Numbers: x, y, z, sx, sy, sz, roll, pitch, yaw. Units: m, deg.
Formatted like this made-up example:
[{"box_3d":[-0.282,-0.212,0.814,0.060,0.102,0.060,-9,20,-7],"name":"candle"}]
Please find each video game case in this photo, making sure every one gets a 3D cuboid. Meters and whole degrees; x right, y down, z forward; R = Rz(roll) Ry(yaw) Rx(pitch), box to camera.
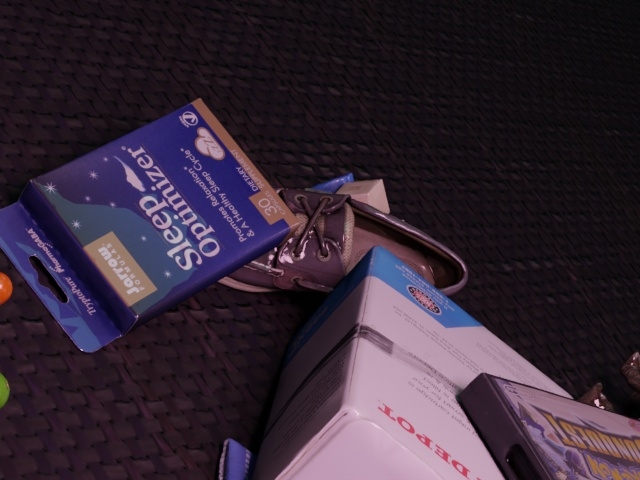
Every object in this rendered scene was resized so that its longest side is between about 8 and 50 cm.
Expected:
[{"box_3d":[0.249,0.221,1.343,0.275,0.035,0.248,20,30,-45],"name":"video game case"}]

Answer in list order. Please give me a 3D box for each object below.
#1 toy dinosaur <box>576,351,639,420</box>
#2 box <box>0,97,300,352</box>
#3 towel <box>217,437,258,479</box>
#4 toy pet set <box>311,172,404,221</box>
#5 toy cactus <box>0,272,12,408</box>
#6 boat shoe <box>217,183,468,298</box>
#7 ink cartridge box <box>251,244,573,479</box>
[{"box_3d":[0.354,0.190,1.786,0.160,0.121,0.313,46,21,29],"name":"toy dinosaur"},{"box_3d":[-0.135,-0.015,1.401,0.225,0.036,0.136,-32,79,-40],"name":"box"},{"box_3d":[0.062,0.296,1.309,0.336,0.040,0.243,35,23,-18],"name":"towel"},{"box_3d":[0.030,0.004,1.674,0.122,0.065,0.114,-47,127,-58],"name":"toy pet set"},{"box_3d":[-0.266,0.091,1.110,0.180,0.112,0.219,5,56,-38],"name":"toy cactus"},{"box_3d":[0.000,0.000,1.536,0.285,0.092,0.102,20,63,-29],"name":"boat shoe"},{"box_3d":[0.079,0.165,1.381,0.223,0.129,0.307,39,20,-9],"name":"ink cartridge box"}]
